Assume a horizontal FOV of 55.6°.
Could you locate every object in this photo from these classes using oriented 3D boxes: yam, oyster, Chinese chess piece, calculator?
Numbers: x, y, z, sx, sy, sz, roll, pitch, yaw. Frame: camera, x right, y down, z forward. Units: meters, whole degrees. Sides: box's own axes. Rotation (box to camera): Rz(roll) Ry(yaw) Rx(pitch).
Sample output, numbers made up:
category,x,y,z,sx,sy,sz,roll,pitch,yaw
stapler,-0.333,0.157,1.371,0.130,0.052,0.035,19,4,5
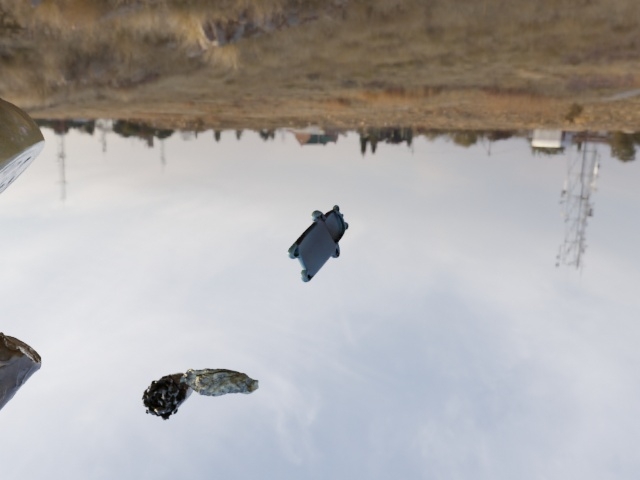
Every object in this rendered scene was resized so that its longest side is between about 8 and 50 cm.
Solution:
category,x,y,z,sx,sy,sz,roll,pitch,yaw
yam,-0.316,0.172,0.479,0.057,0.241,0.057,43,177,3
oyster,-0.235,0.319,1.374,0.177,0.064,0.125,-9,168,38
Chinese chess piece,-0.578,-0.120,0.997,0.257,0.104,0.257,-39,-163,14
calculator,0.000,0.000,0.979,0.019,0.094,0.141,3,-139,43

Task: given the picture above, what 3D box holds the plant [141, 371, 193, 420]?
category,x,y,z,sx,sy,sz,roll,pitch,yaw
plant,-0.358,0.366,1.439,0.094,0.092,0.143,49,-167,9
